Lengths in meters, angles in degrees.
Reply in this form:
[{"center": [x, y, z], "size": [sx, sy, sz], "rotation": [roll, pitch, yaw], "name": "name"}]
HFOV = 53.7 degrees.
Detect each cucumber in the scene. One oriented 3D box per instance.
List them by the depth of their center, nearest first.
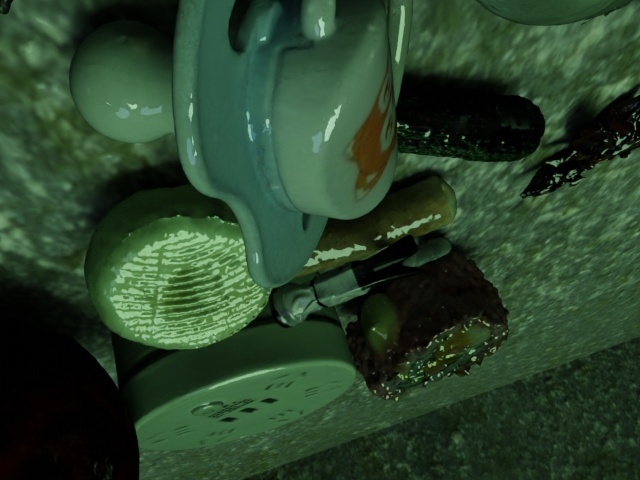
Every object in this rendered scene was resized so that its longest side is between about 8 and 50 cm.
[{"center": [0.120, -0.119, 0.633], "size": [0.242, 0.074, 0.074], "rotation": [-1, 148, -31], "name": "cucumber"}]

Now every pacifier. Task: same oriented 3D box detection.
[{"center": [-0.062, -0.111, 0.441], "size": [0.233, 0.244, 0.299], "rotation": [8, 153, 13], "name": "pacifier"}]

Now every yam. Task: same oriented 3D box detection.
[{"center": [0.000, 0.000, 0.776], "size": [0.357, 0.081, 0.081], "rotation": [-19, 153, -4], "name": "yam"}]

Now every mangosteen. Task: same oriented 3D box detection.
[{"center": [-0.405, 0.282, 0.716], "size": [0.381, 0.380, 0.421], "rotation": [4, 154, -39], "name": "mangosteen"}]

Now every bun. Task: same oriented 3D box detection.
[{"center": [-0.140, 0.018, 0.654], "size": [0.196, 0.118, 0.195], "rotation": [-10, 127, -13], "name": "bun"}]

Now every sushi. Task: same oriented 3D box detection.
[{"center": [0.166, 0.136, 1.041], "size": [0.237, 0.170, 0.270], "rotation": [-1, 145, -34], "name": "sushi"}]

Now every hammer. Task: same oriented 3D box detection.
[{"center": [0.091, 0.028, 0.788], "size": [0.152, 0.044, 0.427], "rotation": [-24, 175, 22], "name": "hammer"}]

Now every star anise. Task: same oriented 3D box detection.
[{"center": [0.359, -0.128, 0.803], "size": [0.213, 0.053, 0.157], "rotation": [-19, 154, 2], "name": "star anise"}]

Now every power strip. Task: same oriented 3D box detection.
[{"center": [-0.119, 0.184, 0.940], "size": [0.358, 0.161, 0.357], "rotation": [-16, 153, -8], "name": "power strip"}]

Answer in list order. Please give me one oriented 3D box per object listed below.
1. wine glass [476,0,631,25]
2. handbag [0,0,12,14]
[{"center": [0.109, -0.192, 0.340], "size": [0.321, 0.143, 0.143], "rotation": [-15, 159, -49], "name": "wine glass"}, {"center": [-0.317, -0.109, 0.283], "size": [0.285, 0.113, 0.257], "rotation": [21, 128, -37], "name": "handbag"}]
